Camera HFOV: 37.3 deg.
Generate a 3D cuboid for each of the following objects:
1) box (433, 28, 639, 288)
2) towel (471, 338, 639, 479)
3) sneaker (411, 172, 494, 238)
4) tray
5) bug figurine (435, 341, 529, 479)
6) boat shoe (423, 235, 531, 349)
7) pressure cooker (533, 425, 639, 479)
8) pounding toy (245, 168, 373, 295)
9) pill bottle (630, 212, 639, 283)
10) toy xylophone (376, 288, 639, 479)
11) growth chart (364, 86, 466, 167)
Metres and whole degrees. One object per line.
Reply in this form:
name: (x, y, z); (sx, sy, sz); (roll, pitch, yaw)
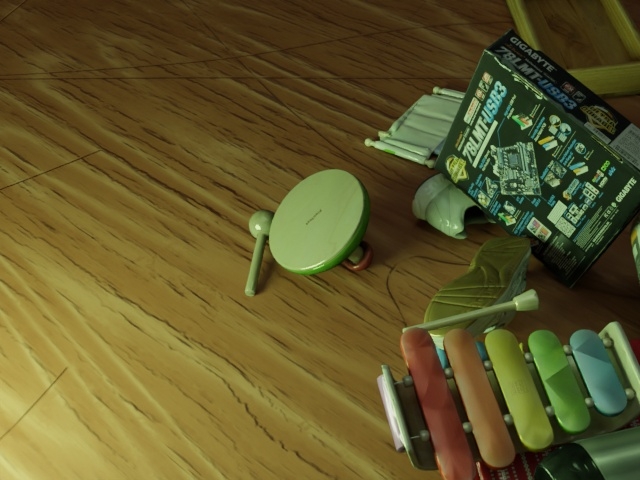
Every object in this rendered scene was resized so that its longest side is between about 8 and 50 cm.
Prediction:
box: (0.323, -0.110, 1.379); (0.073, 0.295, 0.293); (-38, 72, -26)
towel: (0.316, 0.225, 1.188); (0.274, 0.031, 0.199); (-7, 50, -6)
sneaker: (0.283, -0.087, 1.581); (0.262, 0.099, 0.121); (-36, 57, -17)
tray: (0.510, -0.429, 1.916); (0.202, 0.076, 0.411); (-6, 42, 2)
bug figurine: (0.252, 0.219, 1.262); (0.216, 0.072, 0.279); (-8, 42, -1)
boat shoe: (0.239, 0.092, 1.360); (0.098, 0.096, 0.277); (4, 29, 36)
pressure cooker: (0.441, 0.329, 0.868); (0.420, 0.370, 0.376); (-14, 68, 3)
pounding toy: (0.000, 0.000, 1.533); (0.237, 0.110, 0.183); (-24, 49, 27)
pill bottle: (0.519, 0.085, 1.270); (0.162, 0.162, 0.278); (-4, 60, 4)
toy xylophone: (0.219, 0.165, 1.157); (0.322, 0.081, 0.236); (-16, 57, -12)
growth chart: (0.220, -0.215, 1.768); (0.172, 0.021, 0.237); (28, 54, 32)
